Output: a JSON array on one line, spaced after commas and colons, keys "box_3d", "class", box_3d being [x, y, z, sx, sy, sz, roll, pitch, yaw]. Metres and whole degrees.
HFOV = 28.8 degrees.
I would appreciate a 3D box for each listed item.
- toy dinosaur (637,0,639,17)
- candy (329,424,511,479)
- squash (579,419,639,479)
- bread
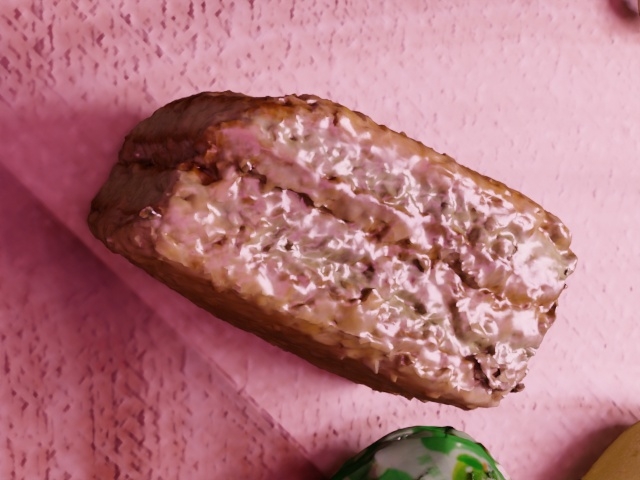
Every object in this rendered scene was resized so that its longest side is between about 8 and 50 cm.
[{"box_3d": [0.155, -0.198, 0.675, 0.187, 0.044, 0.106, 37, 93, -22], "class": "toy dinosaur"}, {"box_3d": [-0.050, 0.186, 0.588, 0.323, 0.097, 0.097, -25, 102, -13], "class": "candy"}, {"box_3d": [0.135, 0.179, 0.664, 0.250, 0.083, 0.083, -35, 106, -15], "class": "squash"}, {"box_3d": [0.000, 0.000, 0.562, 0.196, 0.138, 0.102, 26, 78, -22], "class": "bread"}]
